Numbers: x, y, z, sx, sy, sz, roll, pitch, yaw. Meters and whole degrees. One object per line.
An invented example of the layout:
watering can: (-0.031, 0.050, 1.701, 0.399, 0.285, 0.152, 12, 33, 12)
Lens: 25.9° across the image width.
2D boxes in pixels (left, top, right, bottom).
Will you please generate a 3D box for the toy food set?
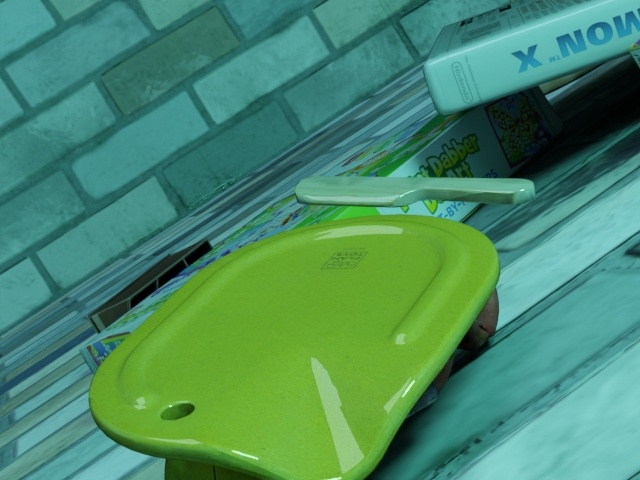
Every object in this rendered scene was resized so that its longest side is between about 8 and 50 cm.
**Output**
toy food set: (0.007, 0.047, 0.524, 0.128, 0.071, 0.218, -1, 24, 27)

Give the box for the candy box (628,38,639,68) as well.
candy box: (0.228, -0.105, 0.616, 0.109, 0.053, 0.187, -34, 8, -11)

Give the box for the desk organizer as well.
desk organizer: (-0.135, 0.048, 1.187, 0.050, 0.047, 0.130, -25, 10, 35)

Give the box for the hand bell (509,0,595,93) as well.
hand bell: (0.164, -0.253, 1.150, 0.126, 0.242, 0.126, -31, 7, 4)

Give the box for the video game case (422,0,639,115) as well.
video game case: (0.216, -0.160, 0.885, 0.300, 0.036, 0.329, -18, 9, 10)

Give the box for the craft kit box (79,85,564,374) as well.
craft kit box: (0.000, 0.000, 0.903, 0.250, 0.061, 0.246, -26, 12, 45)
